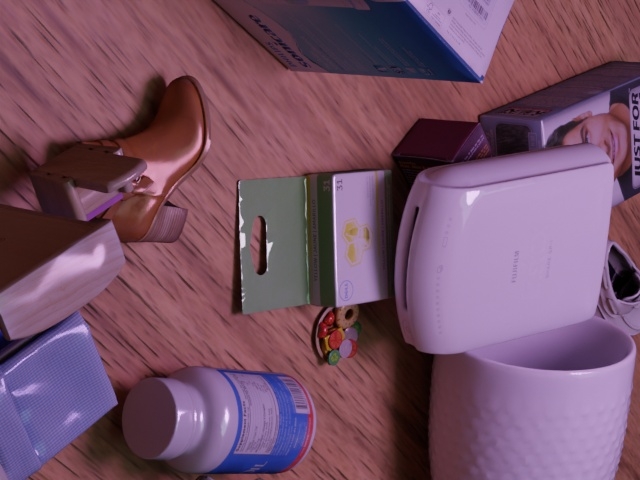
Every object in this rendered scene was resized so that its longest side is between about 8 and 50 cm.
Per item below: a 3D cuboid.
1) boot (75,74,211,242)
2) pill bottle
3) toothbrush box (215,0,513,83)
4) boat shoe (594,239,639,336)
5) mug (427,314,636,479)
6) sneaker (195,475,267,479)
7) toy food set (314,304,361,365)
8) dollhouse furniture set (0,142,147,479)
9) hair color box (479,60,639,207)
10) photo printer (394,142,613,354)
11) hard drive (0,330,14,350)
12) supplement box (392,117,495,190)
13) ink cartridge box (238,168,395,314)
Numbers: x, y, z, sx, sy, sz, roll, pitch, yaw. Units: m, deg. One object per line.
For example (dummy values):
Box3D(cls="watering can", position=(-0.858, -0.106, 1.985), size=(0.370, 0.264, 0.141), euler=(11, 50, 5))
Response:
Box3D(cls="boot", position=(-0.202, -0.095, 1.567), size=(0.152, 0.073, 0.197), euler=(12, 86, -45))
Box3D(cls="pill bottle", position=(-0.119, 0.209, 1.677), size=(0.222, 0.124, 0.124), euler=(11, 89, -48))
Box3D(cls="toothbrush box", position=(0.034, -0.288, 1.624), size=(0.216, 0.296, 0.126), euler=(38, 68, -44))
Box3D(cls="boat shoe", position=(0.489, 0.076, 2.365), size=(0.096, 0.088, 0.267), euler=(-58, 134, -24))
Box3D(cls="mug", position=(0.296, 0.271, 2.081), size=(0.374, 0.276, 0.328), euler=(-54, 149, -70))
Box3D(cls="sneaker", position=(-0.166, 0.361, 1.651), size=(0.410, 0.158, 0.182), euler=(-2, 93, -56))
Box3D(cls="toy food set", position=(0.024, 0.122, 1.900), size=(0.083, 0.020, 0.082), euler=(-32, 120, -41))
Box3D(cls="dollhouse furniture set", position=(-0.232, 0.109, 1.404), size=(0.286, 0.198, 0.303), euler=(-37, 123, -36))
Box3D(cls="hair color box", position=(0.400, -0.143, 2.203), size=(0.374, 0.114, 0.185), euler=(-24, 115, -43))
Box3D(cls="photo printer", position=(0.235, 0.012, 1.906), size=(0.308, 0.107, 0.256), euler=(-10, 116, -30))
Box3D(cls="hard drive", position=(-0.389, 0.126, 1.418), size=(0.318, 0.040, 0.210), euler=(-51, 131, -29))
Box3D(cls="supplement box", position=(0.191, -0.071, 1.987), size=(0.081, 0.104, 0.188), euler=(-52, 132, -29))
Box3D(cls="ink cartridge box", position=(0.000, 0.000, 1.815), size=(0.235, 0.056, 0.171), euler=(-7, 97, -49))
